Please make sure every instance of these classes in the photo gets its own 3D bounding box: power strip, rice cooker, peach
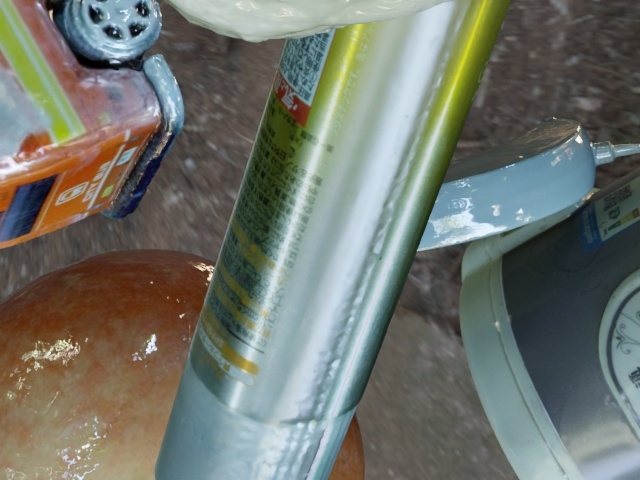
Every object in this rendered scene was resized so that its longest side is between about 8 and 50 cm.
[{"bbox_3d":[0.112,-0.038,1.119,0.216,0.137,0.044,-17,102,-11],"label":"power strip"},{"bbox_3d":[0.252,0.084,1.199,0.277,0.288,0.288,-29,103,22],"label":"rice cooker"},{"bbox_3d":[-0.101,0.126,0.971,0.252,0.252,0.252,-1,99,-9],"label":"peach"}]

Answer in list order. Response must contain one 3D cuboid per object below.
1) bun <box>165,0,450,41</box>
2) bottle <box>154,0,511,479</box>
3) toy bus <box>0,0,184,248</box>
[{"bbox_3d":[0.039,-0.137,0.349,0.127,0.222,0.222,24,94,10],"label":"bun"},{"bbox_3d":[0.000,0.000,0.721,0.082,0.082,0.286,14,118,-11],"label":"bottle"},{"bbox_3d":[-0.171,-0.123,0.725,0.120,0.121,0.265,-26,79,-28],"label":"toy bus"}]
